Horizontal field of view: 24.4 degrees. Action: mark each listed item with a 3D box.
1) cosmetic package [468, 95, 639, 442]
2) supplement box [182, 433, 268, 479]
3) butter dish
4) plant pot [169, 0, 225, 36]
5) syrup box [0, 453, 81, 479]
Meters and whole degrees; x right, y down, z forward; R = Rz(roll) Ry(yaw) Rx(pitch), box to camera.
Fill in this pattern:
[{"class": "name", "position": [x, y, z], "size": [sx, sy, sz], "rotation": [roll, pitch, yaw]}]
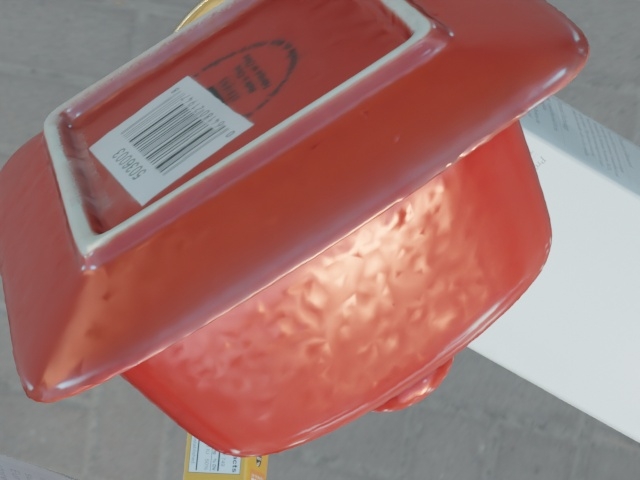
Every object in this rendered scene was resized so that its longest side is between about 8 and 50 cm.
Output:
[{"class": "cosmetic package", "position": [0.230, 0.012, 1.368], "size": [0.385, 0.156, 0.217], "rotation": [30, 114, -13]}, {"class": "supplement box", "position": [-0.092, 0.156, 1.581], "size": [0.080, 0.078, 0.233], "rotation": [2, 75, 18]}, {"class": "butter dish", "position": [0.000, 0.000, 0.420], "size": [0.160, 0.160, 0.118], "rotation": [-32, 119, -1]}, {"class": "plant pot", "position": [-0.046, -0.147, 1.328], "size": [0.236, 0.236, 0.032], "rotation": [-51, 43, 17]}, {"class": "syrup box", "position": [-0.057, 0.146, 0.465], "size": [0.237, 0.096, 0.093], "rotation": [26, 101, -31]}]
